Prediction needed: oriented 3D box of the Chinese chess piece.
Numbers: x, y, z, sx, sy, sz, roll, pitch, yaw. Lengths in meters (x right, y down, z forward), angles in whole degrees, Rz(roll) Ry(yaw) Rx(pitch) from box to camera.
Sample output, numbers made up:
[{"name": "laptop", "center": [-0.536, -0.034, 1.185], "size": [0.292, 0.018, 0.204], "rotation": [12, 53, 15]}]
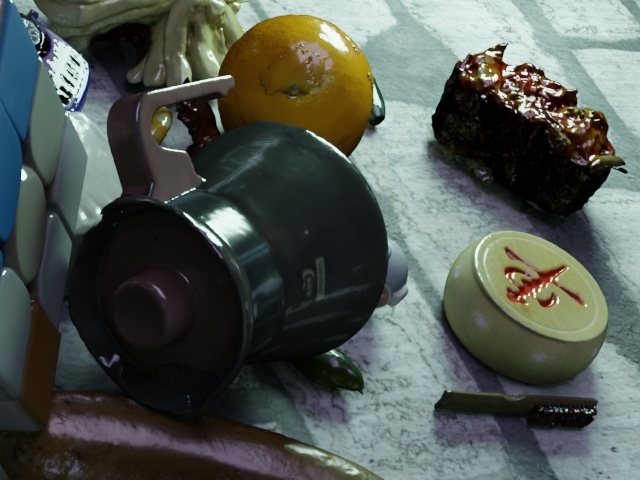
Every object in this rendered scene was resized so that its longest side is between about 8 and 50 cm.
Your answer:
[{"name": "Chinese chess piece", "center": [0.305, 0.096, 1.907], "size": [0.250, 0.097, 0.251], "rotation": [16, 40, -14]}]

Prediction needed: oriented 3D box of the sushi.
[{"name": "sushi", "center": [0.351, -0.175, 2.172], "size": [0.343, 0.182, 0.196], "rotation": [31, 46, 10]}]

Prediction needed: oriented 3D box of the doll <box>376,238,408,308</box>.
[{"name": "doll", "center": [0.000, 0.000, 1.817], "size": [0.287, 0.151, 0.151], "rotation": [30, 39, -1]}]

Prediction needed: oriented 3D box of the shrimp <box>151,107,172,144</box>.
[{"name": "shrimp", "center": [-0.281, -0.136, 1.867], "size": [0.049, 0.161, 0.166], "rotation": [45, -5, -22]}]

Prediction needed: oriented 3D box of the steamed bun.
[{"name": "steamed bun", "center": [-0.223, -0.344, 2.069], "size": [0.247, 0.189, 0.428], "rotation": [17, 27, 37]}]

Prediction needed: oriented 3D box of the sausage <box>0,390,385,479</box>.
[{"name": "sausage", "center": [-0.116, 0.265, 1.462], "size": [0.500, 0.123, 0.136], "rotation": [16, 28, -14]}]

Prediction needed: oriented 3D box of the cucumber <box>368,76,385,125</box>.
[{"name": "cucumber", "center": [0.086, -0.235, 2.191], "size": [0.048, 0.048, 0.105], "rotation": [3, 45, -27]}]

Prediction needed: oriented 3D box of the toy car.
[{"name": "toy car", "center": [-0.417, -0.188, 1.779], "size": [0.158, 0.172, 0.235], "rotation": [31, 41, -17]}]

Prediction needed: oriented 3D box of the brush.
[{"name": "brush", "center": [0.275, 0.233, 1.779], "size": [0.248, 0.043, 0.036], "rotation": [8, 36, -23]}]

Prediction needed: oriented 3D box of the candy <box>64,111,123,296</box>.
[{"name": "candy", "center": [-0.393, -0.022, 1.614], "size": [0.358, 0.145, 0.208], "rotation": [-22, 60, -43]}]

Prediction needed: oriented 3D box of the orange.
[{"name": "orange", "center": [-0.037, -0.219, 1.950], "size": [0.246, 0.246, 0.246], "rotation": [15, 40, -13]}]

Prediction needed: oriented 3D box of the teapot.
[{"name": "teapot", "center": [-0.115, -0.002, 1.503], "size": [0.361, 0.305, 0.376], "rotation": [-31, 108, -60]}]

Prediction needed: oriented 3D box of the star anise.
[{"name": "star anise", "center": [-0.196, -0.124, 1.863], "size": [0.144, 0.158, 0.140], "rotation": [-27, 61, -19]}]

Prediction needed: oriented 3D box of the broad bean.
[{"name": "broad bean", "center": [-0.045, 0.129, 1.716], "size": [0.254, 0.046, 0.065], "rotation": [37, 41, 14]}]

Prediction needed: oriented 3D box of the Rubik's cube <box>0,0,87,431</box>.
[{"name": "Rubik's cube", "center": [-0.449, -0.022, 1.276], "size": [0.346, 0.347, 0.344], "rotation": [3, 67, 3]}]
